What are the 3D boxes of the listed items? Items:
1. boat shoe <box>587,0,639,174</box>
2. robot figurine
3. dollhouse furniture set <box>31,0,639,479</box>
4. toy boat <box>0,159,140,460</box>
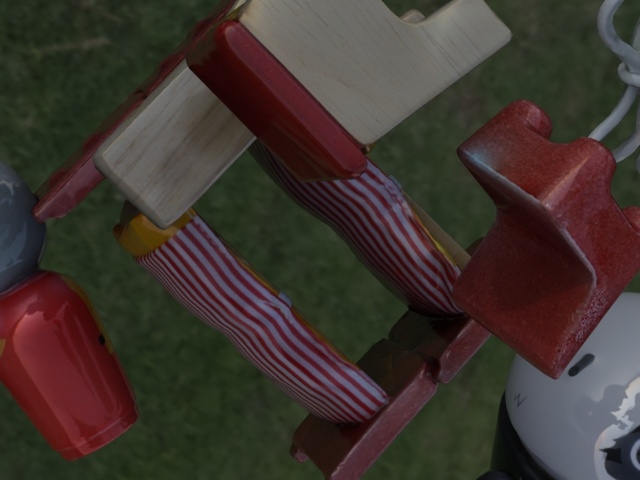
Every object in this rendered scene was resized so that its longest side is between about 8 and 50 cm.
[{"bbox_3d":[0.175,-0.052,0.728,0.136,0.156,0.367,35,53,-64],"label":"boat shoe"},{"bbox_3d":[0.198,0.166,1.201,0.209,0.173,0.278,-61,160,-48],"label":"robot figurine"},{"bbox_3d":[0.000,0.000,0.747,0.152,0.201,0.374,-47,-172,-5],"label":"dollhouse furniture set"},{"bbox_3d":[-0.246,0.087,0.864,0.148,0.318,0.267,60,13,-9],"label":"toy boat"}]
